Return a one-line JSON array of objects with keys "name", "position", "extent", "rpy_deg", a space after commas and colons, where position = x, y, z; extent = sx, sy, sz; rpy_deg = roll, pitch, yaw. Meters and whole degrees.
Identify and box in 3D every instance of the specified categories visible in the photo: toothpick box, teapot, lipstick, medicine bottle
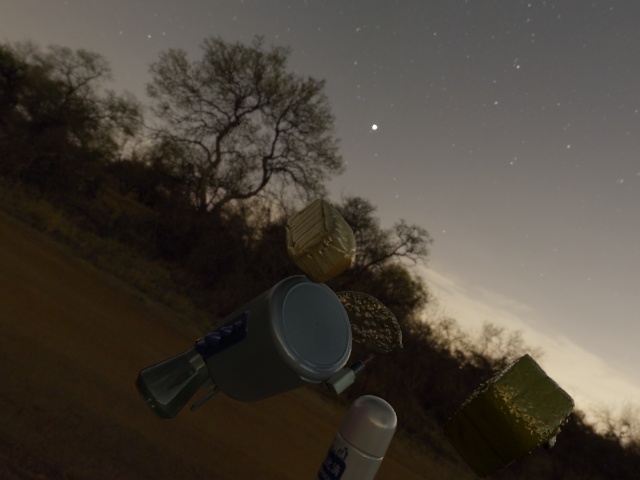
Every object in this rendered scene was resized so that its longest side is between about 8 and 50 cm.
[{"name": "toothpick box", "position": [-0.134, 0.247, 1.068], "extent": [0.263, 0.262, 0.355], "rpy_deg": [34, -46, -26]}, {"name": "teapot", "position": [-0.408, 0.419, 1.353], "extent": [0.171, 0.225, 0.203], "rpy_deg": [19, -41, 60]}, {"name": "lipstick", "position": [0.059, 0.239, 0.821], "extent": [0.025, 0.107, 0.025], "rpy_deg": [1, -62, 58]}, {"name": "medicine bottle", "position": [0.078, 0.551, 1.117], "extent": [0.131, 0.340, 0.130], "rpy_deg": [27, -5, 3]}]

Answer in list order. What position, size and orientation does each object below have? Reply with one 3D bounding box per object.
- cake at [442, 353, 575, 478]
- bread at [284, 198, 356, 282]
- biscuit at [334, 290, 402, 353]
[{"name": "cake", "position": [0.368, 0.348, 0.896], "extent": [0.156, 0.179, 0.260], "rpy_deg": [52, -35, 25]}, {"name": "bread", "position": [0.000, 0.000, 0.974], "extent": [0.106, 0.140, 0.236], "rpy_deg": [48, 10, -24]}, {"name": "biscuit", "position": [0.093, 0.205, 1.198], "extent": [0.290, 0.141, 0.038], "rpy_deg": [20, 7, -1]}]
